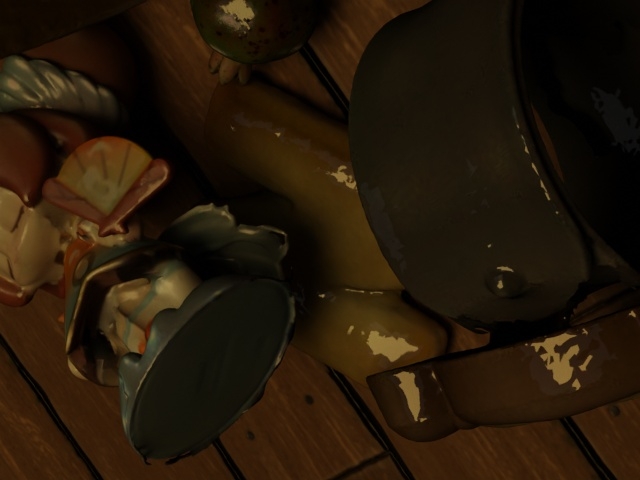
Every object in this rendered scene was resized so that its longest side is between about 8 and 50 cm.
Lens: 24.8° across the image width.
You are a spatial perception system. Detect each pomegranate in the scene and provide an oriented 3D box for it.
[{"bbox_3d":[-0.062,-0.191,1.251,0.114,0.114,0.142,42,137,11],"label":"pomegranate"}]

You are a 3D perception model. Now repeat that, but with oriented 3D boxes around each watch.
[{"bbox_3d":[0.189,-0.045,1.061,0.314,0.335,0.326,-22,79,43],"label":"watch"}]

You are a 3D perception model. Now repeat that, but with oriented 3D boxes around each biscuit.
[{"bbox_3d":[0.000,0.000,1.327,0.291,0.062,0.236,31,125,20],"label":"biscuit"}]

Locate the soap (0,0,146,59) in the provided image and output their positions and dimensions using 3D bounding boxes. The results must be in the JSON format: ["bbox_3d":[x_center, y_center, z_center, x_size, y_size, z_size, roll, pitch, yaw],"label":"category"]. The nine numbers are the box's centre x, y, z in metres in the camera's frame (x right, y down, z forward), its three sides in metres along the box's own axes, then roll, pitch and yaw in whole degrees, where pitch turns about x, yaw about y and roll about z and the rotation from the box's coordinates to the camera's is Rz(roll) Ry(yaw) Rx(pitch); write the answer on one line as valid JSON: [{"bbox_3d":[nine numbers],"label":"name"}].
[{"bbox_3d":[-0.343,-0.274,1.259,0.293,0.335,0.156,23,122,21],"label":"soap"}]

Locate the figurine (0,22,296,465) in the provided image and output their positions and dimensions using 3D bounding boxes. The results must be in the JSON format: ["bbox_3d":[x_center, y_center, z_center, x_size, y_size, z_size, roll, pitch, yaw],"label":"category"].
[{"bbox_3d":[-0.196,-0.008,1.303,0.388,0.248,0.276,35,124,29],"label":"figurine"}]
